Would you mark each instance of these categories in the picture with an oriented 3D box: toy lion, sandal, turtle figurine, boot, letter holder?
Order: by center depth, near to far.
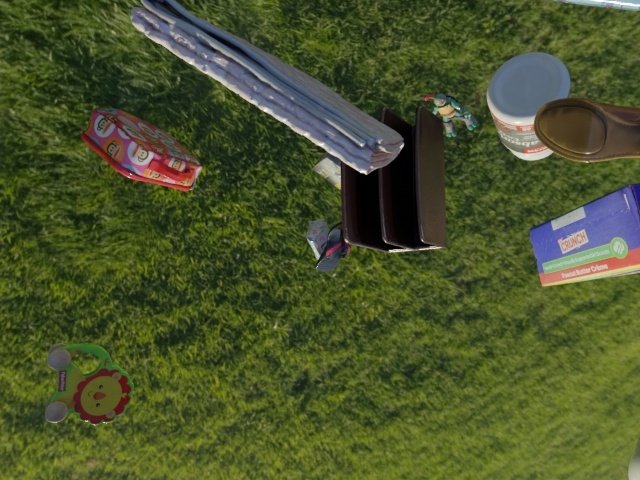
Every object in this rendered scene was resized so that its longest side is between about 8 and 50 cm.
[{"bbox_3d":[-0.280,0.176,0.541,0.096,0.034,0.100,2,92,-30],"label":"toy lion"},{"bbox_3d":[0.392,-0.136,0.556,0.152,0.197,0.073,-14,120,-35],"label":"boot"},{"bbox_3d":[0.160,-0.138,0.966,0.214,0.151,0.302,12,76,-50],"label":"letter holder"},{"bbox_3d":[0.039,0.024,1.010,0.067,0.040,0.179,4,137,-20],"label":"sandal"},{"bbox_3d":[0.439,-0.438,1.518,0.234,0.175,0.118,16,82,-48],"label":"turtle figurine"}]

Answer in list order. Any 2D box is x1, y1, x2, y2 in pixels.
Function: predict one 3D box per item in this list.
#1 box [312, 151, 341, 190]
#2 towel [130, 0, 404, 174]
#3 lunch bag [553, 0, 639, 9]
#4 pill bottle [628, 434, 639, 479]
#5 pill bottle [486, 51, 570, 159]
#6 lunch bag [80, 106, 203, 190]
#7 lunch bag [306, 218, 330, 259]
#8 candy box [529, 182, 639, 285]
[{"bbox_3d":[0.080,-0.183,1.252,0.183,0.231,0.056,36,85,-10],"label":"box"},{"bbox_3d":[-0.038,-0.208,0.614,0.331,0.317,0.053,34,108,4],"label":"towel"},{"bbox_3d":[0.427,-0.466,0.570,0.138,0.220,0.294,-37,142,-50],"label":"lunch bag"},{"bbox_3d":[0.431,0.072,0.332,0.408,0.229,0.229,-51,134,-19],"label":"pill bottle"},{"bbox_3d":[0.640,-0.385,1.341,0.210,0.210,0.363,-52,150,10],"label":"pill bottle"},{"bbox_3d":[-0.466,-0.237,1.219,0.120,0.258,0.293,-56,162,10],"label":"lunch bag"},{"bbox_3d":[0.000,0.000,1.089,0.053,0.083,0.071,-10,126,23],"label":"lunch bag"},{"bbox_3d":[0.559,-0.017,0.710,0.316,0.122,0.268,-7,170,-3],"label":"candy box"}]
